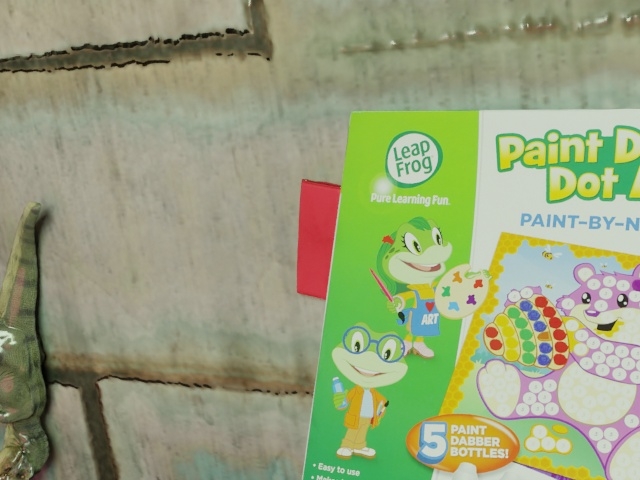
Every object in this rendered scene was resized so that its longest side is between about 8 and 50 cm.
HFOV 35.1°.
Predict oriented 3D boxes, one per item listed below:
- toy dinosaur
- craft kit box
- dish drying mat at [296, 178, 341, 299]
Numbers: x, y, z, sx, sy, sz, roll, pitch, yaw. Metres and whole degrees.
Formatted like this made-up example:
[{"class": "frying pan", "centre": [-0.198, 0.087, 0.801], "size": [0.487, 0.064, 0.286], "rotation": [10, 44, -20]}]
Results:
[{"class": "toy dinosaur", "centre": [-0.274, 0.081, 0.833], "size": [0.118, 0.064, 0.268], "rotation": [13, 113, 15]}, {"class": "craft kit box", "centre": [0.121, 0.052, 0.550], "size": [0.250, 0.061, 0.246], "rotation": [3, 77, 27]}, {"class": "dish drying mat", "centre": [0.000, 0.000, 0.687], "size": [0.032, 0.008, 0.083], "rotation": [12, 114, 22]}]
